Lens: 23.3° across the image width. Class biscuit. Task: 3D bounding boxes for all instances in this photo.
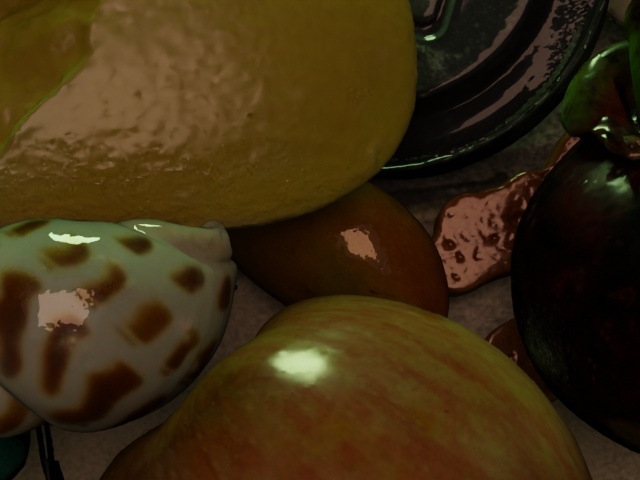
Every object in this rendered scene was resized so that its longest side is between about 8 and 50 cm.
[{"bbox_3d":[0.256,-0.005,1.357,0.334,0.047,0.202,-31,81,-5],"label":"biscuit"}]

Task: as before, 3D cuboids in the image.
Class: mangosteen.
[{"bbox_3d":[0.292,-0.002,1.160,0.306,0.359,0.306,-6,38,5],"label":"mangosteen"}]

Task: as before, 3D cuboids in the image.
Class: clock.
[{"bbox_3d":[0.065,-0.240,1.348,0.386,0.076,0.386,-2,80,15],"label":"clock"}]

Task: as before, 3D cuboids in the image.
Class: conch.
[{"bbox_3d":[-0.192,0.072,1.131,0.275,0.183,0.149,-16,35,7],"label":"conch"}]

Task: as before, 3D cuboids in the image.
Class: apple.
[{"bbox_3d":[0.011,0.236,1.134,0.391,0.391,0.346,-43,80,-9],"label":"apple"}]

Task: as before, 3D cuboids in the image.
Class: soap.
[{"bbox_3d":[-0.133,-0.152,1.206,0.427,0.115,0.306,-7,75,-10],"label":"soap"}]

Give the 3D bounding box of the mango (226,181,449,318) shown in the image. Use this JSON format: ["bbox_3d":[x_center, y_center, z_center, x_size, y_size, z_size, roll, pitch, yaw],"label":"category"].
[{"bbox_3d":[0.000,0.000,1.310,0.253,0.138,0.113,33,49,11],"label":"mango"}]

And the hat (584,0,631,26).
[{"bbox_3d":[0.317,-0.313,1.374,0.232,0.161,0.275,-3,81,3],"label":"hat"}]

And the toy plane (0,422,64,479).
[{"bbox_3d":[-0.271,0.157,1.215,0.155,0.382,0.106,-27,123,4],"label":"toy plane"}]
